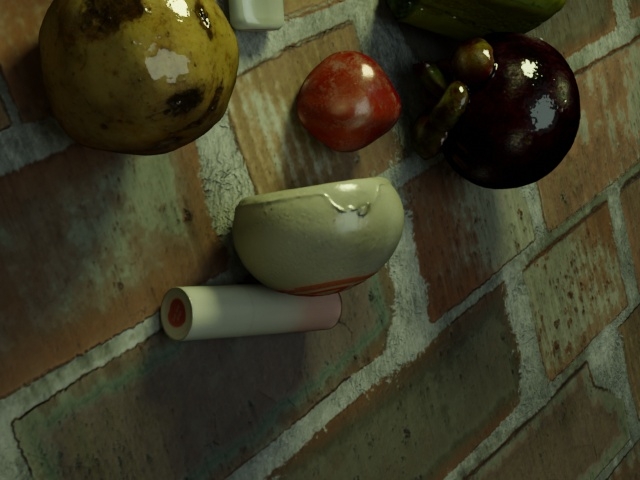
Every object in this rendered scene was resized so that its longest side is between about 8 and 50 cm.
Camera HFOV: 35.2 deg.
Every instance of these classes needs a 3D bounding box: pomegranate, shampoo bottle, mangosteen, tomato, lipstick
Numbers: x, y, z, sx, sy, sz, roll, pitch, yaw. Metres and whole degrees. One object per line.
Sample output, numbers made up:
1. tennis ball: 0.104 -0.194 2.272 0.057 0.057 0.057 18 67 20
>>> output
1. pomegranate: -0.254 -0.246 1.391 0.281 0.281 0.281 -3 94 -44
2. shampoo bottle: -0.110 -0.458 1.664 0.108 0.051 0.220 -9 99 -41
3. mangosteen: 0.329 -0.257 1.956 0.347 0.307 0.306 12 83 -18
4. tomato: 0.054 -0.234 1.772 0.187 0.151 0.187 -11 105 -45
5. lipstick: -0.107 0.115 1.673 0.327 0.087 0.087 0 92 -44

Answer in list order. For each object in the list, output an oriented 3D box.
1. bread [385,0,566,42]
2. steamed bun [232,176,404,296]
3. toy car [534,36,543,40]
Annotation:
1. bread: 0.287 -0.506 1.925 0.377 0.251 0.208 10 69 -42
2. steamed bun: 0.000 0.000 1.635 0.283 0.283 0.177 -11 92 -43
3. toy car: 0.479 -0.362 2.229 0.080 0.070 0.170 -29 111 -40
